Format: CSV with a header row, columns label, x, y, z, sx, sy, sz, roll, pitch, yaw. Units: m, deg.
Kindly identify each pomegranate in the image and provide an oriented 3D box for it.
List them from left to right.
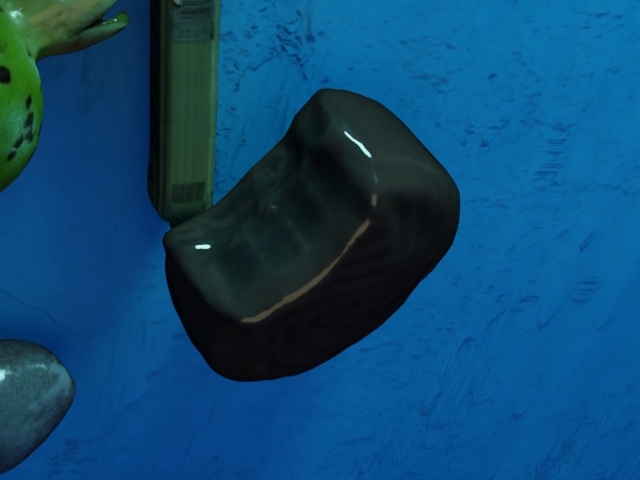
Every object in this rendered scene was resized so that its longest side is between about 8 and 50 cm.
label,x,y,z,sx,sy,sz,roll,pitch,yaw
pomegranate,-0.327,-0.161,0.818,0.286,0.231,0.231,-59,140,-25

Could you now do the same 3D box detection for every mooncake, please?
label,x,y,z,sx,sy,sz,roll,pitch,yaw
mooncake,0.000,0.000,1.032,0.326,0.174,0.334,-27,155,-21

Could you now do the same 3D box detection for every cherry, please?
label,x,y,z,sx,sy,sz,roll,pitch,yaw
cherry,-0.380,0.187,1.123,0.176,0.140,0.176,-31,141,-30

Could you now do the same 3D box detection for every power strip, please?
label,x,y,z,sx,sy,sz,roll,pitch,yaw
power strip,-0.140,-0.158,0.949,0.066,0.092,0.387,-7,131,-16
